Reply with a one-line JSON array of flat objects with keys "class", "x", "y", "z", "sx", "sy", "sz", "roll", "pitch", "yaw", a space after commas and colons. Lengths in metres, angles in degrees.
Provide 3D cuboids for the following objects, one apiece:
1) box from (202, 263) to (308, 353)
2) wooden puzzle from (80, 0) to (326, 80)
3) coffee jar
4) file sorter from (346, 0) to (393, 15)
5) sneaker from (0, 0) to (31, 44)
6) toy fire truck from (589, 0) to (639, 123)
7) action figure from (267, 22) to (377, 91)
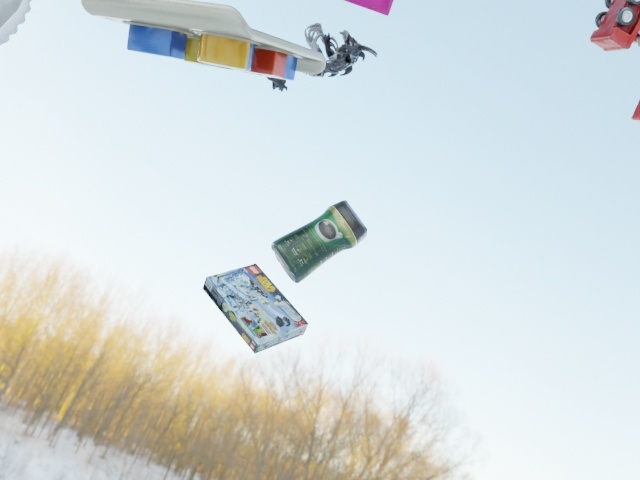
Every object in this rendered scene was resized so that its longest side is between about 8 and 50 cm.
[{"class": "box", "x": -0.095, "y": 0.095, "z": 0.919, "sx": 0.137, "sy": 0.094, "sz": 0.027, "roll": 46, "pitch": -49, "yaw": 29}, {"class": "wooden puzzle", "x": -0.198, "y": -0.350, "z": 1.144, "sx": 0.322, "sy": 0.081, "sz": 0.348, "roll": 15, "pitch": 8, "yaw": 21}, {"class": "coffee jar", "x": 0.000, "y": 0.000, "z": 1.279, "sx": 0.096, "sy": 0.184, "sz": 0.079, "roll": 55, "pitch": -10, "yaw": 16}, {"class": "file sorter", "x": 0.065, "y": -0.698, "z": 1.497, "sx": 0.290, "sy": 0.182, "sz": 0.202, "roll": 19, "pitch": -55, "yaw": -1}, {"class": "sneaker", "x": -0.546, "y": -0.337, "z": 0.973, "sx": 0.105, "sy": 0.281, "sz": 0.115, "roll": -1, "pitch": -33, "yaw": 41}, {"class": "toy fire truck", "x": 0.385, "y": -0.240, "z": 0.717, "sx": 0.135, "sy": 0.192, "sz": 0.047, "roll": 23, "pitch": 7, "yaw": -15}, {"class": "action figure", "x": -0.006, "y": -0.462, "z": 1.562, "sx": 0.275, "sy": 0.164, "sz": 0.141, "roll": -16, "pitch": -73, "yaw": 5}]
